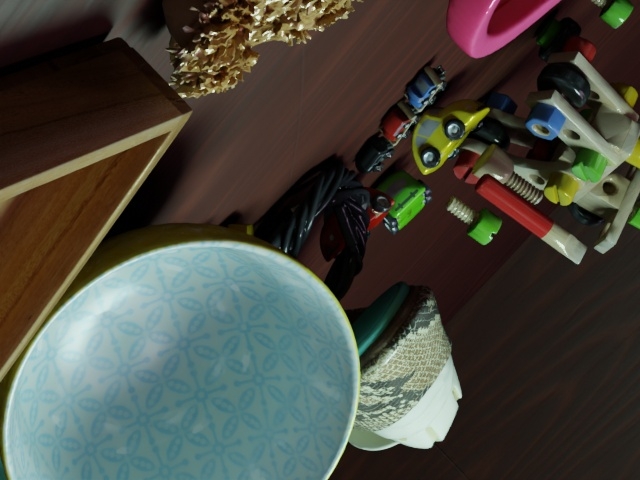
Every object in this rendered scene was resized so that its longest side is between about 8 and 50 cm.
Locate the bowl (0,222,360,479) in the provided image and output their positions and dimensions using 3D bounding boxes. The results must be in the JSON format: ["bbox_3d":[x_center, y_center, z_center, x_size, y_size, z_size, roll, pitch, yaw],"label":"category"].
[{"bbox_3d":[-0.129,0.102,1.526,0.289,0.289,0.156,-45,-147,0],"label":"bowl"}]

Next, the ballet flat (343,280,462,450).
[{"bbox_3d":[0.046,0.147,2.049,0.164,0.182,0.483,-50,-168,-19],"label":"ballet flat"}]

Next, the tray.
[{"bbox_3d":[-0.256,0.061,1.185,0.411,0.076,0.203,-52,167,32],"label":"tray"}]

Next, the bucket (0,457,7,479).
[{"bbox_3d":[-0.248,0.291,1.839,0.281,0.183,0.281,-42,170,-10],"label":"bucket"}]

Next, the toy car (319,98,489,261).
[{"bbox_3d":[0.082,-0.059,2.125,0.239,0.053,0.225,-43,170,-6],"label":"toy car"}]

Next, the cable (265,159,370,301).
[{"bbox_3d":[0.000,0.000,1.937,0.151,0.047,0.184,-65,156,-10],"label":"cable"}]

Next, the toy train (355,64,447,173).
[{"bbox_3d":[0.078,-0.120,1.941,0.036,0.027,0.158,-19,155,-44],"label":"toy train"}]

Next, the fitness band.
[{"bbox_3d":[0.206,-0.266,1.658,0.291,0.054,0.209,-41,169,-35],"label":"fitness band"}]

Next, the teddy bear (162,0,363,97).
[{"bbox_3d":[0.034,-0.201,1.179,0.338,0.113,0.245,-40,171,-23],"label":"teddy bear"}]

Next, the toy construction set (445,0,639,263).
[{"bbox_3d":[0.291,-0.072,2.156,0.257,0.237,0.309,-46,-168,41],"label":"toy construction set"}]

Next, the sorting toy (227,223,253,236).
[{"bbox_3d":[-0.080,0.107,1.844,0.229,0.041,0.307,-81,170,-53],"label":"sorting toy"}]
